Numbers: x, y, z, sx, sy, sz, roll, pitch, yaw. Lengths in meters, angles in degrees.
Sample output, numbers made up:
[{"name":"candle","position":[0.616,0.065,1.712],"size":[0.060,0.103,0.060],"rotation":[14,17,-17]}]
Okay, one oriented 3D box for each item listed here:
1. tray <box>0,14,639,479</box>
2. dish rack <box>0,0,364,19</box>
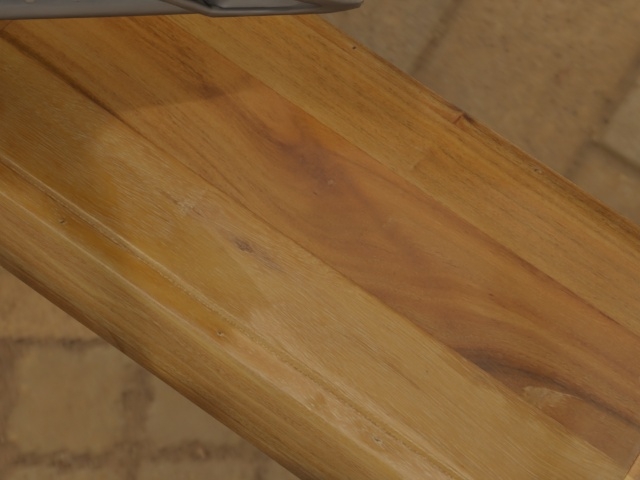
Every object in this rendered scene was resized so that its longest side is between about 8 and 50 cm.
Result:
[{"name":"tray","position":[0.000,0.000,0.841],"size":[0.411,0.076,0.203],"rotation":[35,58,7]},{"name":"dish rack","position":[-0.175,-0.131,0.648],"size":[0.333,0.285,0.072],"rotation":[1,94,24]}]
